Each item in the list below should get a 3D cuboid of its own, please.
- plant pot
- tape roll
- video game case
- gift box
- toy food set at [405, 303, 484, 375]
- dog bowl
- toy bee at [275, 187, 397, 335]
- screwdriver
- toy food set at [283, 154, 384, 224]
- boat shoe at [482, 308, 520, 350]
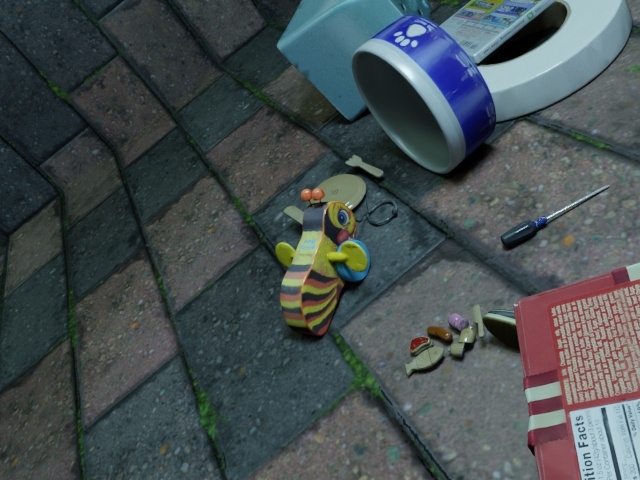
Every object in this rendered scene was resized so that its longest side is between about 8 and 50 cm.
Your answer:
[{"bbox_3d":[0.102,-0.474,1.435,0.252,0.248,0.247,-27,32,40],"label":"plant pot"},{"bbox_3d":[0.391,-0.380,1.246,0.392,0.072,0.392,-26,34,19],"label":"tape roll"},{"bbox_3d":[0.330,-0.440,1.292,0.193,0.023,0.212,-39,31,0],"label":"video game case"},{"bbox_3d":[0.318,0.171,0.463,0.276,0.258,0.255,-17,39,29],"label":"gift box"},{"bbox_3d":[0.171,0.136,0.876,0.122,0.019,0.078,-30,32,27],"label":"toy food set"},{"bbox_3d":[0.176,-0.251,1.116,0.104,0.265,0.265,-40,32,-7],"label":"dog bowl"},{"bbox_3d":[0.000,0.000,1.079,0.195,0.162,0.298,-20,37,30],"label":"toy bee"},{"bbox_3d":[0.337,-0.040,0.924,0.170,0.025,0.024,-33,33,10],"label":"screwdriver"},{"bbox_3d":[0.033,-0.084,1.271,0.192,0.038,0.132,-39,39,-11],"label":"toy food set"},{"bbox_3d":[0.273,0.109,0.780,0.152,0.056,0.049,15,54,40],"label":"boat shoe"}]
